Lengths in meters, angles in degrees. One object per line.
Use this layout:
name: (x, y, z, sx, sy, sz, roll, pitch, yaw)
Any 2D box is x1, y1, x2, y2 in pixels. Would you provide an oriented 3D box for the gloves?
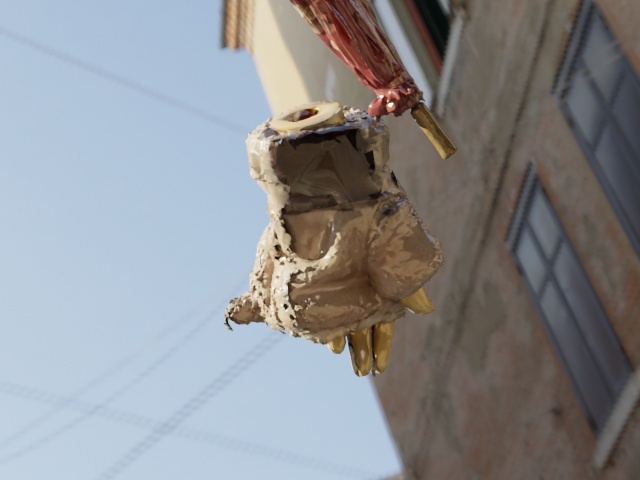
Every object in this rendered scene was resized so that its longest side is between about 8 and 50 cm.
gloves: (0.008, -0.005, 0.728, 0.110, 0.094, 0.144, 4, -70, -11)

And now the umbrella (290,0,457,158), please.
umbrella: (0.001, -0.097, 0.517, 0.027, 0.165, 0.025, -41, 13, -20)
